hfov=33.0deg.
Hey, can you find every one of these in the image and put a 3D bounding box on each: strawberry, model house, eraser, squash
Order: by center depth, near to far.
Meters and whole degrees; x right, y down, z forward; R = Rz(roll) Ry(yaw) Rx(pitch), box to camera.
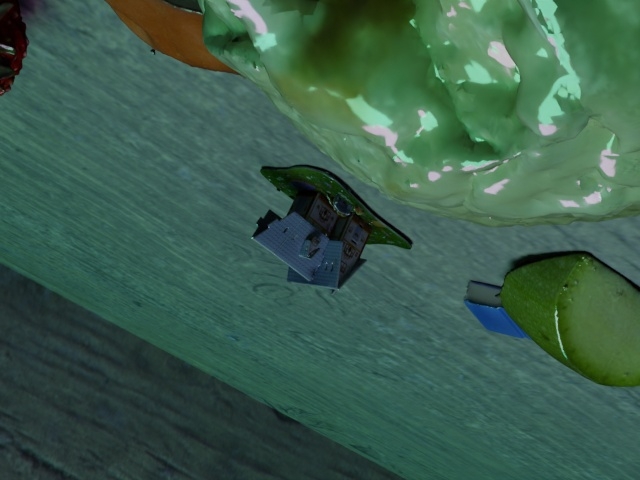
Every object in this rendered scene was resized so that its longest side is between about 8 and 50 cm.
[{"bbox_3d":[-0.332,-0.221,1.011,0.167,0.087,0.208,58,174,-28],"label":"strawberry"},{"bbox_3d":[0.260,0.104,1.094,0.191,0.085,0.184,33,152,-19],"label":"squash"},{"bbox_3d":[0.000,0.000,1.163,0.117,0.088,0.167,7,155,46],"label":"model house"},{"bbox_3d":[0.206,0.081,1.224,0.063,0.027,0.085,12,159,36],"label":"eraser"}]

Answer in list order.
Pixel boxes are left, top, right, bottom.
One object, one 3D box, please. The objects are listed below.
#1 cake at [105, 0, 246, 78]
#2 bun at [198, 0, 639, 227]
[{"bbox_3d":[-0.060,-0.171,0.739,0.287,0.098,0.135,23,162,22],"label":"cake"},{"bbox_3d":[0.070,-0.133,0.408,0.349,0.227,0.352,33,157,-1],"label":"bun"}]
